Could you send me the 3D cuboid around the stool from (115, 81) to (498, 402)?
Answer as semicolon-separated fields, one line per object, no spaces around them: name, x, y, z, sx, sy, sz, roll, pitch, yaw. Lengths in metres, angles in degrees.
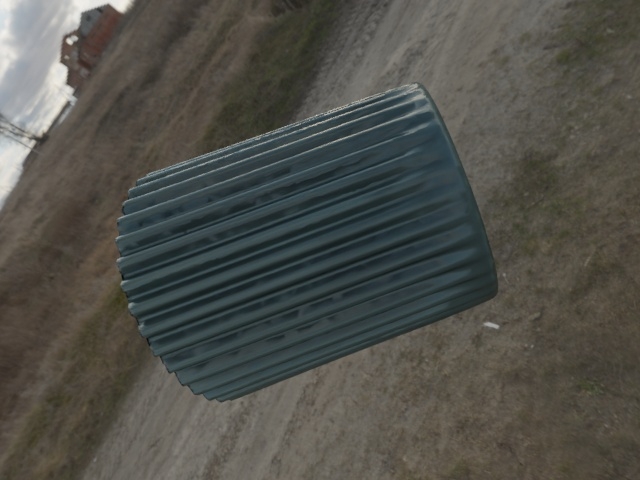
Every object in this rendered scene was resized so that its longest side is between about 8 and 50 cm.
stool;0.000;0.000;0.491;0.330;0.297;0.297;-20;44;13
